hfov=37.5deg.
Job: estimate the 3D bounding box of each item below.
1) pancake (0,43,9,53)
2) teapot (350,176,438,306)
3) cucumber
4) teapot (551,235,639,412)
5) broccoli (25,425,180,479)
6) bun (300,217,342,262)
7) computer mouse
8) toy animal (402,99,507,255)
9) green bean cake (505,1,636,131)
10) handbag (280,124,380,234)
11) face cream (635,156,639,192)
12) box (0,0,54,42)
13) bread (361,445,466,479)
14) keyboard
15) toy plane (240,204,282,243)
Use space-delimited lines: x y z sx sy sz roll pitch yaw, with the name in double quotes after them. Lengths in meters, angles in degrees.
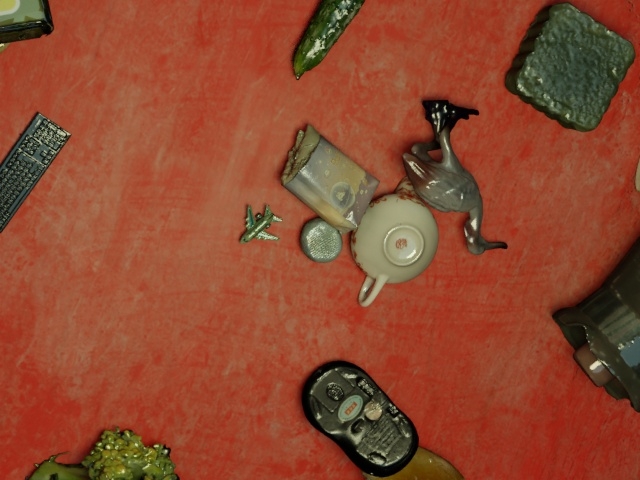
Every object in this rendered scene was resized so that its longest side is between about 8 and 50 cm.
-0.539 -0.349 1.472 0.139 0.022 0.140 -1 96 -13 "pancake"
0.127 0.010 1.677 0.159 0.116 0.246 27 99 -28 "teapot"
0.017 -0.370 1.586 0.069 0.069 0.227 32 94 -18 "cucumber"
0.645 0.151 1.758 0.361 0.306 0.376 -36 136 4 "teapot"
-0.365 0.455 1.594 0.272 0.180 0.243 16 98 -16 "broccoli"
0.000 0.000 1.666 0.083 0.045 0.083 -4 105 -15 "bun"
0.069 0.324 1.702 0.137 0.096 0.233 -43 78 -11 "computer mouse"
0.240 -0.090 1.663 0.195 0.090 0.324 -31 109 -33 "toy animal"
0.442 -0.311 1.688 0.185 0.094 0.183 27 94 -17 "green bean cake"
0.008 -0.105 1.623 0.173 0.095 0.117 39 58 -19 "handbag"
0.751 -0.126 1.816 0.285 0.067 0.139 13 100 -16 "face cream"
-0.633 -0.452 1.355 0.420 0.138 0.373 -12 98 -12 "box"
0.202 0.522 1.756 0.192 0.171 0.314 -18 105 -6 "bread"
-0.493 -0.110 1.539 0.067 0.011 0.202 35 91 -19 "keyboard"
-0.108 -0.024 1.641 0.083 0.033 0.080 -40 108 4 "toy plane"
